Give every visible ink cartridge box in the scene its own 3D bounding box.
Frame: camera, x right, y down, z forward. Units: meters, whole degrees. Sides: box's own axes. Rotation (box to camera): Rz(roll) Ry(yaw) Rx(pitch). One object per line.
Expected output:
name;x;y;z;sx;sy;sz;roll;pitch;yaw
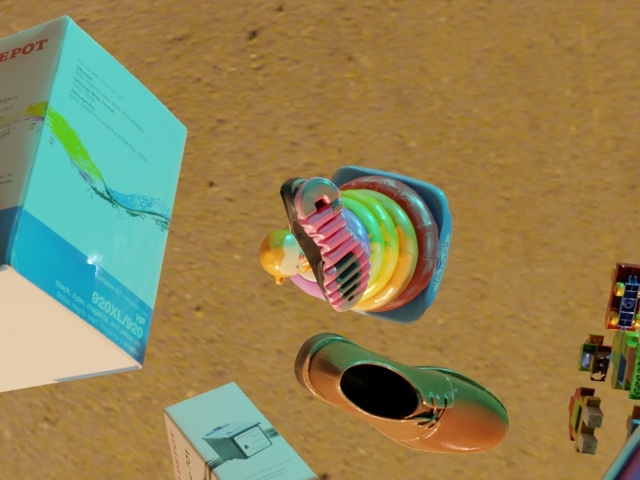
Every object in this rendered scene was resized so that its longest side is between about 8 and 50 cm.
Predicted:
ink cartridge box;-0.064;0.240;1.287;0.082;0.190;0.140;-20;123;-23
ink cartridge box;-0.234;-0.024;1.128;0.168;0.171;0.233;44;43;-45

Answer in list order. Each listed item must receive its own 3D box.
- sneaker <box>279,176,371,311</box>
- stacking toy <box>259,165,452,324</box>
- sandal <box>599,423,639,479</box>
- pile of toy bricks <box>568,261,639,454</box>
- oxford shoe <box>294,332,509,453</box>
sneaker;0.000;0.000;1.103;0.047;0.057;0.119;-32;119;-26
stacking toy;0.018;0.008;1.586;0.302;0.165;0.175;-2;106;-64
sandal;0.132;0.235;0.687;0.416;0.169;0.102;-62;149;-25
pile of toy bricks;0.326;0.118;1.491;0.118;0.105;0.212;7;107;-5
oxford shoe;0.081;0.140;1.181;0.212;0.076;0.076;20;91;-28
